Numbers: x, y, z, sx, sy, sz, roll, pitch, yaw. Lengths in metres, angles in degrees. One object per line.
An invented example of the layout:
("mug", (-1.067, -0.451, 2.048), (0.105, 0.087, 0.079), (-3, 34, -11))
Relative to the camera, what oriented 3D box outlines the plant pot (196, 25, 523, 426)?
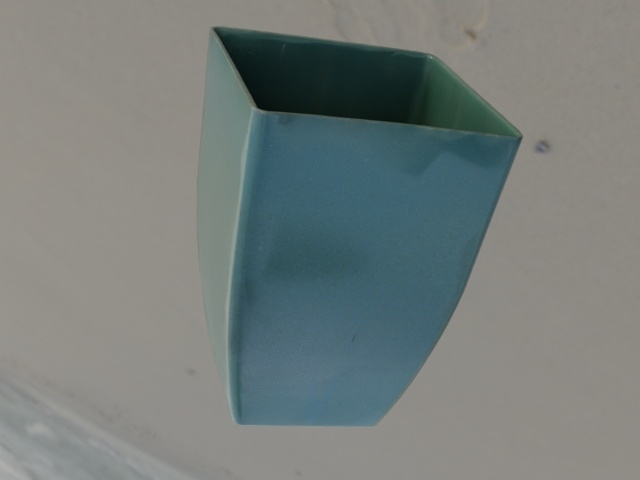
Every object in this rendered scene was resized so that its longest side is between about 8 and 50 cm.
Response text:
("plant pot", (0.000, 0.000, 0.726), (0.165, 0.234, 0.166), (4, -154, -18))
